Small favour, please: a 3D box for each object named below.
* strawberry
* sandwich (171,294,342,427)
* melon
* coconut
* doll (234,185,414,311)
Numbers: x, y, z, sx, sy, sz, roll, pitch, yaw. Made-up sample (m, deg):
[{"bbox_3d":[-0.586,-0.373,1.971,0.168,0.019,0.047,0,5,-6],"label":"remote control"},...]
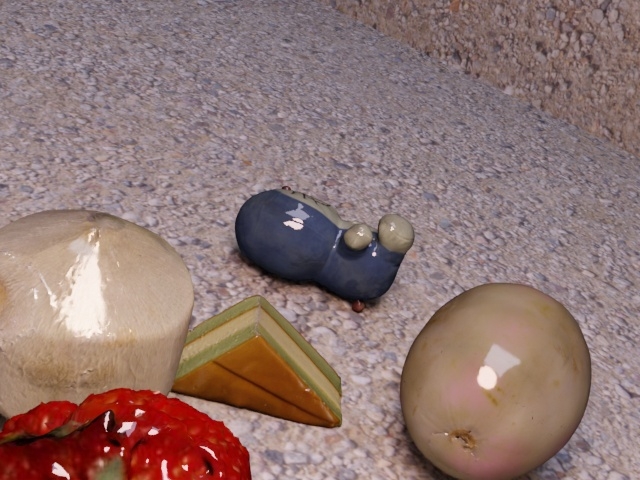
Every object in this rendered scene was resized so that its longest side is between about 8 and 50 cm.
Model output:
[{"bbox_3d":[-0.178,0.239,0.836,0.261,0.261,0.257,17,6,-3],"label":"strawberry"},{"bbox_3d":[-0.081,0.180,1.286,0.187,0.144,0.117,49,18,-21],"label":"sandwich"},{"bbox_3d":[0.218,0.172,1.254,0.223,0.223,0.317,25,25,13],"label":"melon"},{"bbox_3d":[-0.266,0.075,1.106,0.245,0.247,0.245,14,28,-7],"label":"coconut"},{"bbox_3d":[0.000,0.000,1.532,0.259,0.154,0.228,26,-7,-1],"label":"doll"}]
